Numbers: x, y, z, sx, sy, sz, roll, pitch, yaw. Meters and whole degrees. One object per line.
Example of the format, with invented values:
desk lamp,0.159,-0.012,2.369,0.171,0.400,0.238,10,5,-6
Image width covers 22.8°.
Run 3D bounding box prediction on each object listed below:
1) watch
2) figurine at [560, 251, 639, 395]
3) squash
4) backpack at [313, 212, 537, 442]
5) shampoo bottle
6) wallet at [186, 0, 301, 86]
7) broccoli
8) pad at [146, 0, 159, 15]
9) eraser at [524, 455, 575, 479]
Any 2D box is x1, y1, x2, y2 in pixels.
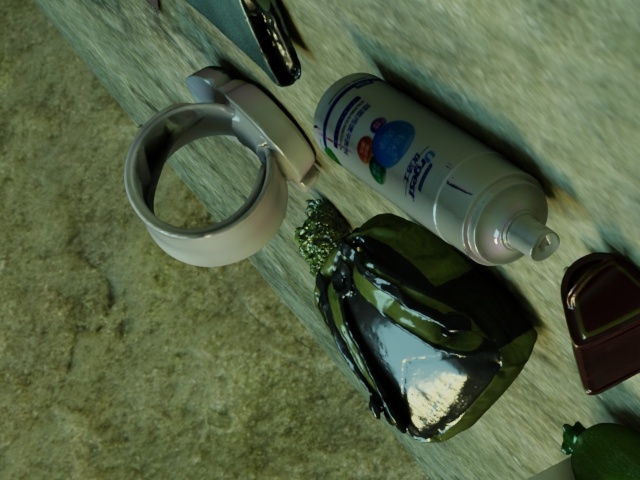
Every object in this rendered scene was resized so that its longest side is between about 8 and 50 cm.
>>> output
watch,-0.147,-0.092,2.088,0.244,0.231,0.196,42,172,22
figurine,0.235,0.052,1.329,0.154,0.082,0.098,63,-177,-59
squash,0.349,0.267,1.570,0.107,0.107,0.395,52,171,-25
backpack,0.101,0.093,1.763,0.253,0.140,0.207,45,130,14
shampoo bottle,0.105,-0.056,1.398,0.303,0.092,0.092,41,169,49
wallet,-0.154,-0.314,1.740,0.379,0.046,0.191,43,169,41
broccoli,0.000,0.000,2.244,0.097,0.095,0.092,44,161,-22
pad,-0.281,-0.394,2.183,0.188,0.006,0.113,50,173,1
eraser,0.262,0.290,1.720,0.078,0.076,0.298,45,-156,18
